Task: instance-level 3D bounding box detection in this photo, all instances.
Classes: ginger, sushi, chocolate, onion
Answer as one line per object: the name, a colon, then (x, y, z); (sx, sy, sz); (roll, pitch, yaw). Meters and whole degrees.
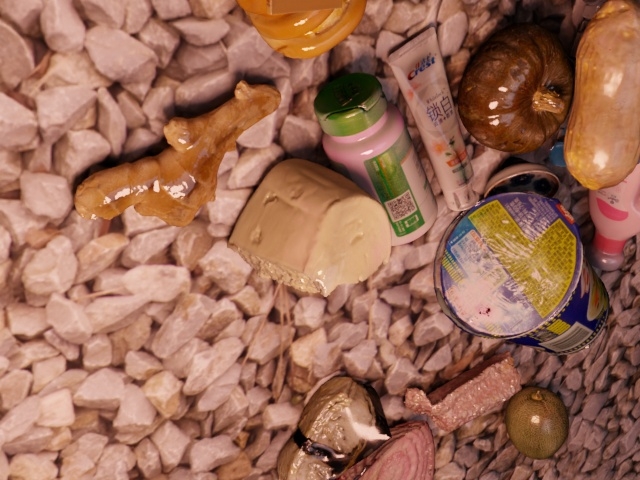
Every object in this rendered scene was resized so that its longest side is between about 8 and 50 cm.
ginger: (-0.183, -0.115, 1.264); (0.333, 0.081, 0.148); (-42, 116, -11)
sushi: (-0.011, 0.368, 1.641); (0.273, 0.134, 0.109); (-42, 120, 10)
chocolate: (0.474, -0.236, 1.470); (0.134, 0.134, 0.309); (-4, 105, -35)
onion: (0.108, 0.480, 1.780); (0.250, 0.111, 0.248); (-30, 129, -33)

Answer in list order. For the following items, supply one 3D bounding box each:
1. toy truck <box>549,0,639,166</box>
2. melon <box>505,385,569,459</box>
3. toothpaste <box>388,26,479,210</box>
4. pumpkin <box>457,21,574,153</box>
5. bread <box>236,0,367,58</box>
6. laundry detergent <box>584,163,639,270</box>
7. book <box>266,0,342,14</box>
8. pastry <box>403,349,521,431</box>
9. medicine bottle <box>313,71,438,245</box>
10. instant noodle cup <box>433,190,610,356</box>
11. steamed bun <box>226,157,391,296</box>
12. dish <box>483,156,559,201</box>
toy truck: (0.522, -0.298, 1.609); (0.146, 0.175, 0.367); (1, 110, -38)
melon: (0.477, 0.398, 1.985); (0.139, 0.139, 0.192); (-27, 128, -22)
toothpaste: (0.198, -0.193, 1.509); (0.100, 0.066, 0.323); (-36, 125, -16)
pumpkin: (0.338, -0.243, 1.515); (0.219, 0.162, 0.219); (-19, 123, -32)
bread: (-0.045, -0.372, 1.188); (0.173, 0.121, 0.311); (-49, 133, -6)
laundry detergent: (0.616, -0.095, 1.811); (0.088, 0.159, 0.335); (-38, 144, -52)
book: (-0.018, -0.372, 1.118); (0.118, 0.012, 0.172); (-15, 117, -35)
pastry: (0.295, 0.313, 1.824); (0.265, 0.103, 0.112); (-17, 84, -21)
medicine bottle: (0.085, -0.126, 1.412); (0.133, 0.133, 0.274); (-40, 131, -12)
instant noodle cup: (0.405, 0.088, 1.692); (0.284, 0.284, 0.312); (-56, 140, 3)
steamed bun: (0.000, 0.000, 1.356); (0.170, 0.225, 0.200); (31, 93, -42)
dish: (0.364, -0.118, 1.668); (0.141, 0.078, 0.141); (-7, 150, -4)
